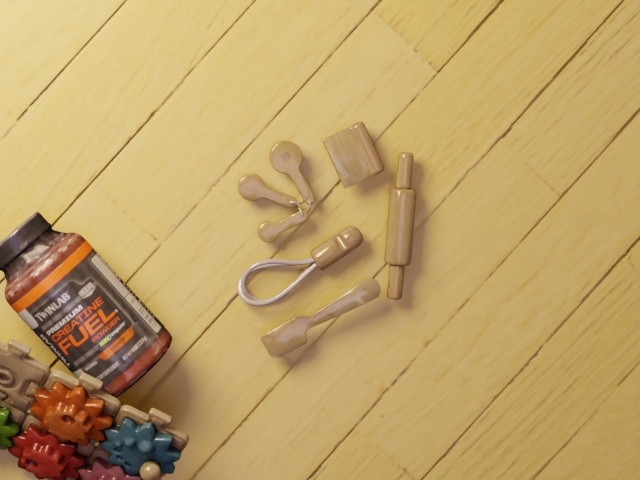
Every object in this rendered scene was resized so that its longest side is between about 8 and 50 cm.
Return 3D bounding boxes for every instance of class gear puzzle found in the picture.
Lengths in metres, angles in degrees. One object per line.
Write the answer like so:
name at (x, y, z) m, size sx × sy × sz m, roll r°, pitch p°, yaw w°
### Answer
gear puzzle at (-0.312, 0.182, 1.317) m, size 0.339 × 0.044 × 0.175 m, roll 28°, pitch 131°, yaw -9°

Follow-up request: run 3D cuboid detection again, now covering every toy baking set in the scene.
toy baking set at (0.007, -0.001, 1.396) m, size 0.197 × 0.030 × 0.256 m, roll 0°, pitch 96°, yaw -5°

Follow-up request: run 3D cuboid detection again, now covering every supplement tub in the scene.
supplement tub at (-0.254, 0.065, 1.328) m, size 0.106 × 0.106 × 0.198 m, roll -42°, pitch 99°, yaw -1°
